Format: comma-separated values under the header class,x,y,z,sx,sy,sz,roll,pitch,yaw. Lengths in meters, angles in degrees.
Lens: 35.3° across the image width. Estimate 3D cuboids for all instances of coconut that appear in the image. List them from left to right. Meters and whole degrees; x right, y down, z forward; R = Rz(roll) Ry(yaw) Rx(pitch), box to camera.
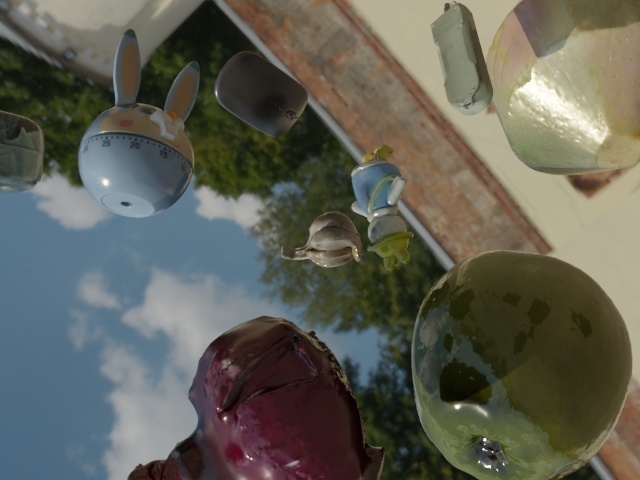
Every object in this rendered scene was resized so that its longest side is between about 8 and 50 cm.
class,x,y,z,sx,sy,sz,roll,pitch,yaw
coconut,0.325,-0.190,1.209,0.259,0.259,0.259,45,-165,-15

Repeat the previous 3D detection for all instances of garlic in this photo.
class,x,y,z,sx,sy,sz,roll,pitch,yaw
garlic,0.000,0.000,2.344,0.131,0.194,0.127,-69,-33,-55

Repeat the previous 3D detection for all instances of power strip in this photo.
class,x,y,z,sx,sy,sz,roll,pitch,yaw
power strip,0.157,-0.209,1.129,0.030,0.047,0.191,31,-142,-34

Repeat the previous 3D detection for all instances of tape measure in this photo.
class,x,y,z,sx,sy,sz,roll,pitch,yaw
tape measure,-0.644,-0.160,1.868,0.275,0.256,0.147,24,-112,-81

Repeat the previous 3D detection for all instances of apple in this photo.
class,x,y,z,sx,sy,sz,roll,pitch,yaw
apple,0.395,0.256,2.009,0.473,0.473,0.474,45,-165,-15

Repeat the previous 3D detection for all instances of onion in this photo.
class,x,y,z,sx,sy,sz,roll,pitch,yaw
onion,-0.121,0.359,1.690,0.398,0.420,0.398,49,163,21

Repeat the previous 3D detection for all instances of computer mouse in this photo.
class,x,y,z,sx,sy,sz,roll,pitch,yaw
computer mouse,-0.106,-0.273,1.901,0.057,0.120,0.232,42,-172,37

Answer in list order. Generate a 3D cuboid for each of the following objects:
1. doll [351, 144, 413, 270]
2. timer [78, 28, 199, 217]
class,x,y,z,sx,sy,sz,roll,pitch,yaw
doll,0.119,-0.062,1.925,0.098,0.135,0.241,28,-133,-68
timer,-0.235,-0.156,1.391,0.175,0.256,0.175,22,175,2
